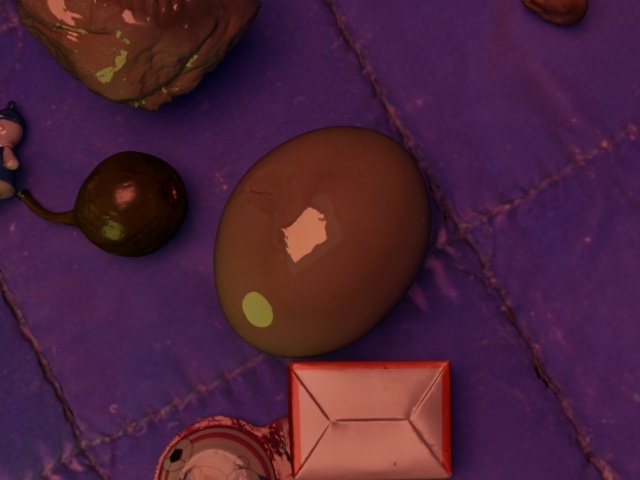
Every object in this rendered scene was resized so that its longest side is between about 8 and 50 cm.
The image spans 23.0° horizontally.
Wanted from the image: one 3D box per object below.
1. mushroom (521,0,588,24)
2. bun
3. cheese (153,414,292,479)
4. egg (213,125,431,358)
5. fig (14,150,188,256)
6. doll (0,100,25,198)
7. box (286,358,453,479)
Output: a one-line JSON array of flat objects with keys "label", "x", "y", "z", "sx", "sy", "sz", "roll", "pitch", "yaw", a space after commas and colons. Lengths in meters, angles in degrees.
[{"label": "mushroom", "x": 0.270, "y": -0.347, "z": 1.748, "sx": 0.097, "sy": 0.088, "sz": 0.213, "roll": 7, "pitch": 90, "yaw": 24}, {"label": "bun", "x": -0.213, "y": -0.279, "z": 1.792, "sx": 0.281, "sy": 0.205, "sz": 0.282, "roll": 3, "pitch": 59, "yaw": -5}, {"label": "cheese", "x": -0.082, "y": 0.258, "z": 1.758, "sx": 0.244, "sy": 0.062, "sz": 0.155, "roll": -24, "pitch": 75, "yaw": -2}, {"label": "egg", "x": 0.000, "y": 0.000, "z": 1.694, "sx": 0.219, "sy": 0.219, "sz": 0.269, "roll": 36, "pitch": 79, "yaw": 16}, {"label": "fig", "x": -0.267, "y": -0.041, "z": 1.831, "sx": 0.236, "sy": 0.124, "sz": 0.124, "roll": -2, "pitch": 81, "yaw": 28}, {"label": "doll", "x": -0.385, "y": -0.101, "z": 1.885, "sx": 0.098, "sy": 0.057, "sz": 0.143, "roll": -10, "pitch": 63, "yaw": 50}, {"label": "box", "x": 0.051, "y": 0.195, "z": 1.702, "sx": 0.182, "sy": 0.099, "sz": 0.133, "roll": -3, "pitch": 80, "yaw": 1}]
